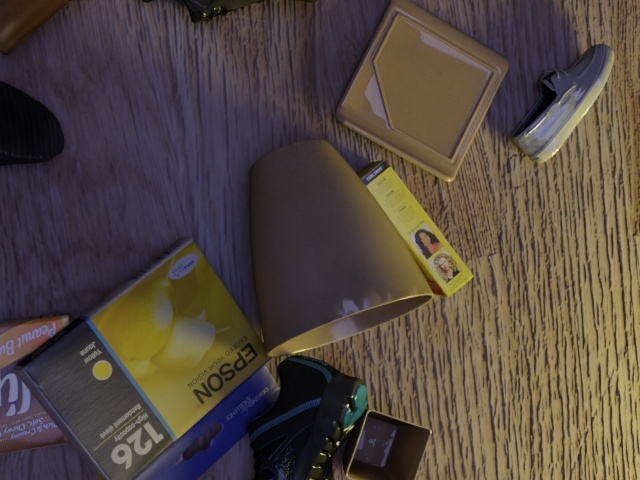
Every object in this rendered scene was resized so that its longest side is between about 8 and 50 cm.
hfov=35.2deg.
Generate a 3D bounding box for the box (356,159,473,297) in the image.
[{"bbox_3d":[0.140,-0.019,1.582,0.058,0.087,0.232,-40,100,-8],"label":"box"}]

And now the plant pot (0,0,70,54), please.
[{"bbox_3d":[-0.432,-0.361,1.411,0.167,0.167,0.165,44,88,-10],"label":"plant pot"}]

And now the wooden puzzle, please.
[{"bbox_3d":[0.161,-0.241,1.611,0.221,0.044,0.238,28,80,-12],"label":"wooden puzzle"}]

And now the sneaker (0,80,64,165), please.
[{"bbox_3d":[-0.533,-0.149,1.417,0.331,0.146,0.122,5,63,-35],"label":"sneaker"}]

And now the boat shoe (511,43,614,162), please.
[{"bbox_3d":[0.392,-0.237,1.642,0.081,0.079,0.227,35,86,-16],"label":"boat shoe"}]

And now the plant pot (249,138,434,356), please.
[{"bbox_3d":[0.000,0.000,1.487,0.257,0.256,0.273,-17,77,-13],"label":"plant pot"}]

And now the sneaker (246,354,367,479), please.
[{"bbox_3d":[-0.051,0.336,1.532,0.140,0.125,0.340,27,97,22],"label":"sneaker"}]

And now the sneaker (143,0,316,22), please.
[{"bbox_3d":[-0.142,-0.384,1.513,0.287,0.109,0.130,11,94,-4],"label":"sneaker"}]

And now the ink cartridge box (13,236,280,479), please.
[{"bbox_3d":[-0.223,0.206,1.453,0.304,0.072,0.307,-41,105,-25],"label":"ink cartridge box"}]

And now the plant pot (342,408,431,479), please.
[{"bbox_3d":[0.092,0.321,1.566,0.109,0.096,0.109,20,85,-13],"label":"plant pot"}]

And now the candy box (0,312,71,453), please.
[{"bbox_3d":[-0.503,0.213,1.427,0.317,0.087,0.182,-7,92,-14],"label":"candy box"}]
